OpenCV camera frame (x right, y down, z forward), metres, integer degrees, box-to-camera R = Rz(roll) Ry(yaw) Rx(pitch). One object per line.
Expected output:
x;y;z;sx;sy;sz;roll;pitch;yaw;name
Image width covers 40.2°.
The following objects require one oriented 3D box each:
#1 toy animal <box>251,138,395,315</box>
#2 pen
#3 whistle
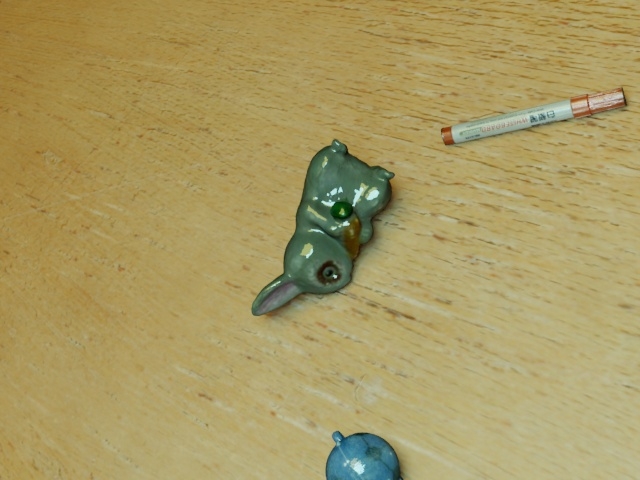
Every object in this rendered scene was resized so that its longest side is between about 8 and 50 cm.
0.002;0.001;1.149;0.125;0.127;0.251;29;93;29;toy animal
0.269;-0.158;1.124;0.239;0.028;0.028;-10;57;27;pen
0.056;0.264;0.949;0.090;0.090;0.158;-43;48;1;whistle
